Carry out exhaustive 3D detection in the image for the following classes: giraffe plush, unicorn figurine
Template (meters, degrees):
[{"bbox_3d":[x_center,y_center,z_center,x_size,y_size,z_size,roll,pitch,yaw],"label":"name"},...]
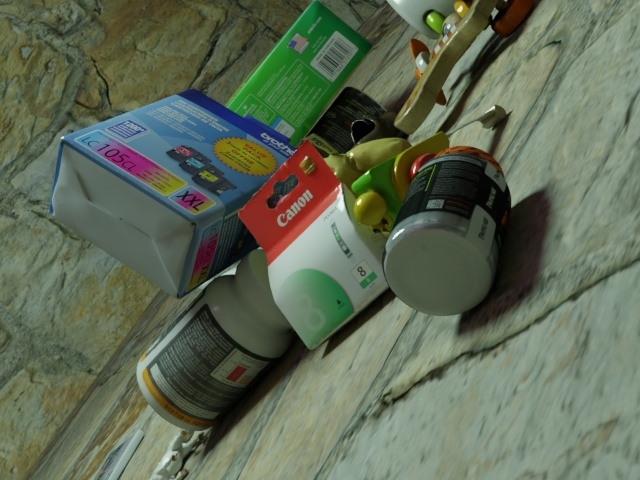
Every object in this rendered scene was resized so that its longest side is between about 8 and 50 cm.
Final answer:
[{"bbox_3d":[0.060,-0.038,1.494,0.181,0.210,0.170,-33,49,50],"label":"giraffe plush"},{"bbox_3d":[-0.241,0.353,1.666,0.111,0.060,0.162,-42,-3,42],"label":"unicorn figurine"}]

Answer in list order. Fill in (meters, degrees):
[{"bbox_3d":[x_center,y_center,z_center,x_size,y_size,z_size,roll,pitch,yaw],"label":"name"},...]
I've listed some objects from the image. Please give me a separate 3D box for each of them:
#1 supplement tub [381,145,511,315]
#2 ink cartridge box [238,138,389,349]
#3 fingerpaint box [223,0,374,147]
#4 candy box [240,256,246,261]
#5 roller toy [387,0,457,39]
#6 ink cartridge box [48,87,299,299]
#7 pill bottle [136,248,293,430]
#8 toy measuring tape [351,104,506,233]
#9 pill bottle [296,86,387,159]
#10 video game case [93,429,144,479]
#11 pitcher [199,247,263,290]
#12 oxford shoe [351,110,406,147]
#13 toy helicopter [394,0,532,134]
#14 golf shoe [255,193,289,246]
[{"bbox_3d":[0.140,-0.017,1.136,0.117,0.117,0.190,-43,13,36],"label":"supplement tub"},{"bbox_3d":[-0.013,0.007,1.422,0.181,0.224,0.056,-44,-10,35],"label":"ink cartridge box"},{"bbox_3d":[-0.126,-0.227,2.173,0.445,0.163,0.371,-54,6,-18],"label":"fingerpaint box"},{"bbox_3d":[-0.119,-0.042,2.339,0.109,0.053,0.186,102,-170,-65],"label":"candy box"},{"bbox_3d":[0.242,-0.565,2.392,0.146,0.209,0.191,-46,5,21],"label":"roller toy"},{"bbox_3d":[-0.199,-0.099,1.708,0.395,0.270,0.151,-34,-29,-55],"label":"ink cartridge box"},{"bbox_3d":[-0.144,0.152,1.635,0.278,0.162,0.162,-46,11,22],"label":"pill bottle"},{"bbox_3d":[0.164,-0.081,1.402,0.330,0.121,0.121,-30,-6,-41],"label":"toy measuring tape"},{"bbox_3d":[0.028,-0.180,2.146,0.245,0.130,0.130,-52,10,-7],"label":"pill bottle"},{"bbox_3d":[-0.421,0.464,2.124,0.143,0.019,0.157,-41,15,43],"label":"video game case"},{"bbox_3d":[-0.157,0.083,1.880,0.207,0.178,0.125,-52,9,-11],"label":"pitcher"},{"bbox_3d":[0.109,-0.207,1.999,0.083,0.096,0.227,-48,9,23],"label":"oxford shoe"},{"bbox_3d":[0.207,-0.314,1.852,0.355,0.140,0.235,-60,11,-30],"label":"toy helicopter"},{"bbox_3d":[0.000,0.000,1.736,0.115,0.140,0.306,-61,-14,11],"label":"golf shoe"}]
